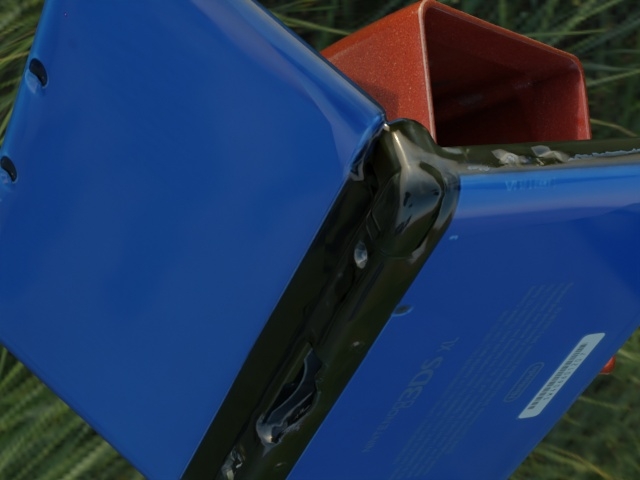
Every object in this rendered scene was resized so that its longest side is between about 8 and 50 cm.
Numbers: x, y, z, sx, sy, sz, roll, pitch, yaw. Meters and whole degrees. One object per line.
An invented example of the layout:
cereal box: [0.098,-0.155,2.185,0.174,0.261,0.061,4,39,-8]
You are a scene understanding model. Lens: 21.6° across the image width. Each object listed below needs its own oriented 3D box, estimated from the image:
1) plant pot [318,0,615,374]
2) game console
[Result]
plant pot: [0.062,-0.016,1.344,0.236,0.267,0.267,-10,79,34]
game console: [0.000,0.000,0.759,0.250,0.293,0.173,-5,57,-27]
